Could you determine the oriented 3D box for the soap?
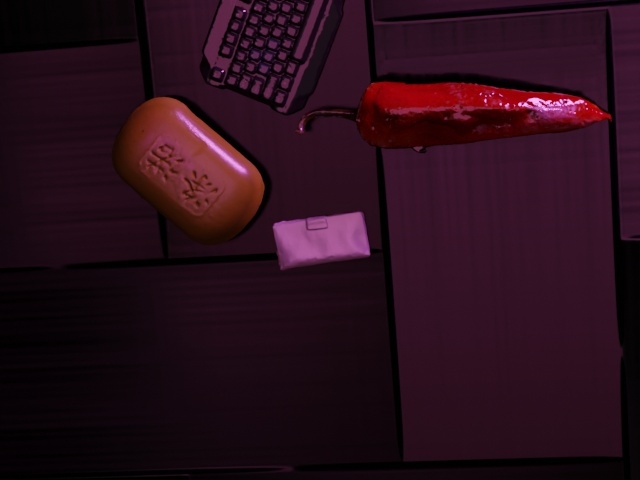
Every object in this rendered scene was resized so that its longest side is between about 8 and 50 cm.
[{"bbox_3d":[-0.117,-0.060,1.186,0.140,0.045,0.089,41,100,-2],"label":"soap"}]

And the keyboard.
[{"bbox_3d":[-0.019,-0.241,1.151,0.106,0.016,0.262,22,103,3],"label":"keyboard"}]

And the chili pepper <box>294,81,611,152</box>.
[{"bbox_3d":[0.111,-0.105,1.144,0.268,0.050,0.059,1,85,7],"label":"chili pepper"}]

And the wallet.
[{"bbox_3d":[0.000,0.000,1.199,0.083,0.011,0.044,-8,100,10],"label":"wallet"}]
